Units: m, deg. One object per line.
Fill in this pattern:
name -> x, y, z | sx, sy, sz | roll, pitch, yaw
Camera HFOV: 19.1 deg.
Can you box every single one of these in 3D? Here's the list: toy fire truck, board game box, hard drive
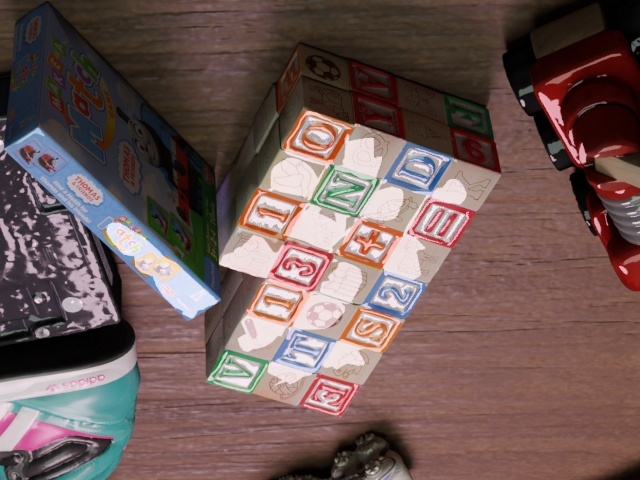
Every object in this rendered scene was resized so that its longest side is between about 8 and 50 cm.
toy fire truck -> 0.258, -0.042, 1.429 | 0.158, 0.246, 0.217 | -22, 129, 15
board game box -> -0.154, -0.060, 1.440 | 0.039, 0.160, 0.211 | -31, 127, 20
hard drive -> -0.353, -0.002, 1.540 | 0.339, 0.064, 0.237 | -12, 131, 5

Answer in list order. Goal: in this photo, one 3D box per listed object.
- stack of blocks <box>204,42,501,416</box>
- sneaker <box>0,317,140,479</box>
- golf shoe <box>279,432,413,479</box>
stack of blocks -> 0.000, 0.000, 1.551 | 0.171, 0.087, 0.297 | 17, 128, -18
sneaker -> -0.296, 0.169, 1.661 | 0.295, 0.124, 0.178 | -7, 122, 0
golf shoe -> 0.008, 0.255, 1.791 | 0.176, 0.069, 0.086 | -26, 134, 19
